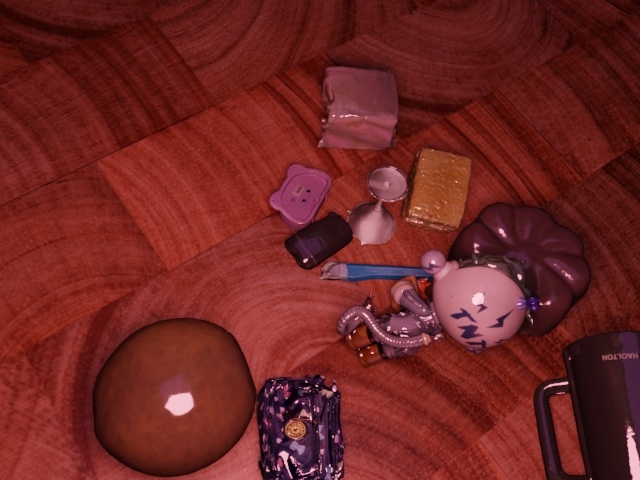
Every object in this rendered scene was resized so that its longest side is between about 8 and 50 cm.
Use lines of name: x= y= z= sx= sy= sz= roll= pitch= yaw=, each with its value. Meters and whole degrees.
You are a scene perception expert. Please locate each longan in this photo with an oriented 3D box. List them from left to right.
longan: x=-0.267 y=0.285 z=1.310 sx=0.297 sy=0.297 sz=0.297 roll=3 pitch=62 yaw=-6

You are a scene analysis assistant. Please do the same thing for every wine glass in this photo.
wine glass: x=0.132 y=-0.079 z=1.605 sx=0.122 sy=0.183 sz=0.122 roll=4 pitch=63 yaw=-7

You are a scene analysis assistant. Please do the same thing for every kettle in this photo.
kettle: x=0.588 y=0.352 z=1.439 sx=0.262 sy=0.203 sz=0.307 roll=5 pitch=65 yaw=-8

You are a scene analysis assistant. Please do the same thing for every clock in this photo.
clock: x=-0.048 y=-0.099 z=1.665 sx=0.110 sy=0.050 sz=0.152 roll=26 pitch=62 yaw=6

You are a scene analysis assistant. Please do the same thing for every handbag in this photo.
handbag: x=-0.037 y=0.379 z=1.384 sx=0.162 sy=0.113 sz=0.260 roll=6 pitch=54 yaw=-12

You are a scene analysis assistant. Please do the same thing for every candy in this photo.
candy: x=0.094 y=-0.317 z=1.751 sx=0.195 sy=0.137 sz=0.184 roll=4 pitch=62 yaw=-8

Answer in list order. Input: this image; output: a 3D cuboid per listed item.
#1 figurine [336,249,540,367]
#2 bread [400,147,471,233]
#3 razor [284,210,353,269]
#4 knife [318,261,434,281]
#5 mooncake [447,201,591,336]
figurine: x=0.246 y=0.143 z=1.446 sx=0.382 sy=0.261 sz=0.186 roll=-19 pitch=44 yaw=21
bread: x=0.268 y=-0.112 z=1.688 sx=0.138 sy=0.102 sz=0.196 roll=12 pitch=65 yaw=1
razor: x=0.000 y=0.000 z=1.618 sx=0.148 sy=0.054 sz=0.090 roll=-32 pitch=75 yaw=-21
knife: x=0.141 y=0.075 z=1.617 sx=0.297 sy=0.026 sz=0.044 roll=4 pitch=65 yaw=-9
mooncake: x=0.442 y=0.059 z=1.597 sx=0.306 sy=0.154 sz=0.306 roll=2 pitch=63 yaw=-4
